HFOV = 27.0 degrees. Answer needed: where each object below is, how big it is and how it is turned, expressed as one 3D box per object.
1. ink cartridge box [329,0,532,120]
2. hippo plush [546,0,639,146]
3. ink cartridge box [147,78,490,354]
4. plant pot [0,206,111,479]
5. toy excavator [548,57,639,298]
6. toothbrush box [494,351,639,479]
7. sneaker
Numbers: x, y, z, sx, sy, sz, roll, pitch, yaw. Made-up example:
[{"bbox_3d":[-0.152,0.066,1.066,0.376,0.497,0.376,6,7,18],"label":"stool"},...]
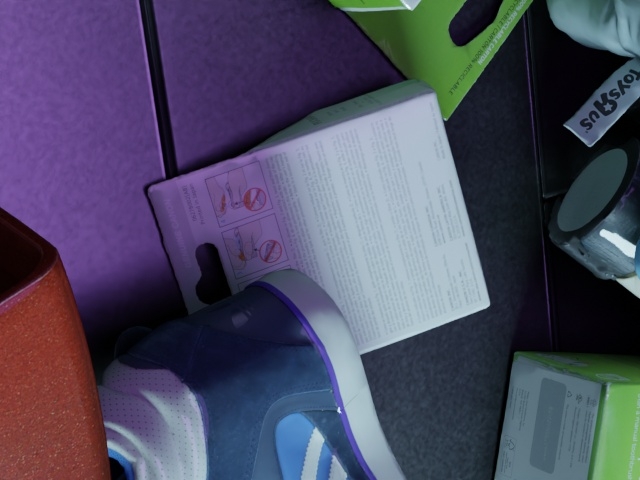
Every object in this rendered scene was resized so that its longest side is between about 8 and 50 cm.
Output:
[{"bbox_3d":[0.091,-0.236,0.973,0.255,0.097,0.188,43,75,-29],"label":"ink cartridge box"},{"bbox_3d":[0.240,-0.249,0.967,0.294,0.234,0.236,-44,125,-23],"label":"hippo plush"},{"bbox_3d":[0.000,0.000,0.995,0.225,0.056,0.181,-19,108,-8],"label":"ink cartridge box"},{"bbox_3d":[-0.264,0.126,0.734,0.267,0.267,0.235,-36,128,-21],"label":"plant pot"},{"bbox_3d":[0.369,-0.006,0.924,0.222,0.445,0.433,36,66,-15],"label":"toy excavator"},{"bbox_3d":[0.296,0.210,1.157,0.283,0.122,0.206,6,95,-33],"label":"toothbrush box"},{"bbox_3d":[-0.060,0.200,0.912,0.236,0.130,0.322,-33,119,-30],"label":"sneaker"}]
